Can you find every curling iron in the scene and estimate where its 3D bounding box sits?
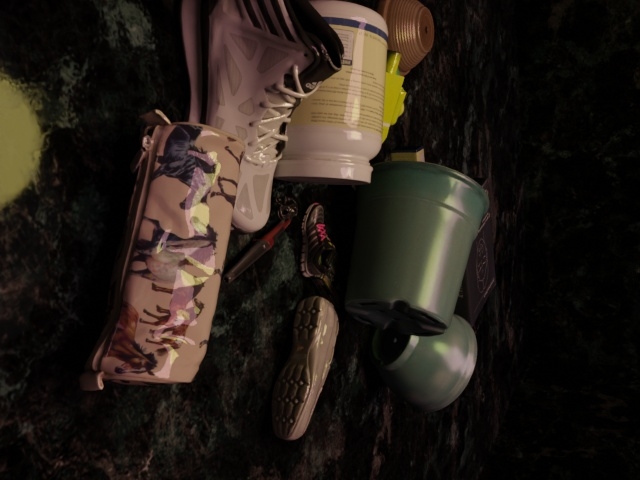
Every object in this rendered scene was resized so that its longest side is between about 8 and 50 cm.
[{"bbox_3d":[-0.121,-0.004,1.210,0.274,0.035,0.068,-53,132,-43],"label":"curling iron"}]

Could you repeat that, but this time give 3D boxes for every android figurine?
[{"bbox_3d":[0.106,-0.330,1.455,0.248,0.056,0.273,-1,115,-39],"label":"android figurine"}]

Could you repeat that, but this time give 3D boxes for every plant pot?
[{"bbox_3d":[0.214,0.037,1.469,0.341,0.340,0.334,44,55,-52],"label":"plant pot"},{"bbox_3d":[0.260,0.304,1.686,0.196,0.293,0.293,31,65,-28],"label":"plant pot"},{"bbox_3d":[0.246,-0.583,1.686,0.237,0.109,0.238,-10,102,-57],"label":"plant pot"}]

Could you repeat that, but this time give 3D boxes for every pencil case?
[{"bbox_3d":[-0.235,0.023,0.903,0.183,0.159,0.411,19,76,-42],"label":"pencil case"}]

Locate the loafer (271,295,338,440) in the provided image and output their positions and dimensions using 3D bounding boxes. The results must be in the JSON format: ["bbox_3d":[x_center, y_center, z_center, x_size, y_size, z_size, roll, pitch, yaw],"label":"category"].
[{"bbox_3d":[-0.023,0.283,1.334,0.111,0.112,0.320,39,60,-44],"label":"loafer"}]

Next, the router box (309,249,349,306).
[{"bbox_3d":[0.025,0.090,1.461,0.122,0.038,0.092,60,43,-42],"label":"router box"}]

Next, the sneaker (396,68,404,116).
[{"bbox_3d":[0.137,-0.450,1.548,0.124,0.109,0.296,-83,156,-44],"label":"sneaker"}]

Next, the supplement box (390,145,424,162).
[{"bbox_3d":[0.257,-0.230,1.768,0.056,0.083,0.083,-33,120,-53],"label":"supplement box"}]

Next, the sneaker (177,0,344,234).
[{"bbox_3d":[-0.090,-0.219,1.019,0.169,0.257,0.448,-30,119,-54],"label":"sneaker"}]

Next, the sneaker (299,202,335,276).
[{"bbox_3d":[0.000,0.000,1.373,0.063,0.074,0.171,7,87,-59],"label":"sneaker"}]

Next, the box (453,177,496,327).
[{"bbox_3d":[0.414,0.031,1.939,0.293,0.211,0.396,-41,127,-50],"label":"box"}]

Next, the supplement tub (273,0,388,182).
[{"bbox_3d":[0.011,-0.281,1.204,0.235,0.235,0.325,1,93,-59],"label":"supplement tub"}]
